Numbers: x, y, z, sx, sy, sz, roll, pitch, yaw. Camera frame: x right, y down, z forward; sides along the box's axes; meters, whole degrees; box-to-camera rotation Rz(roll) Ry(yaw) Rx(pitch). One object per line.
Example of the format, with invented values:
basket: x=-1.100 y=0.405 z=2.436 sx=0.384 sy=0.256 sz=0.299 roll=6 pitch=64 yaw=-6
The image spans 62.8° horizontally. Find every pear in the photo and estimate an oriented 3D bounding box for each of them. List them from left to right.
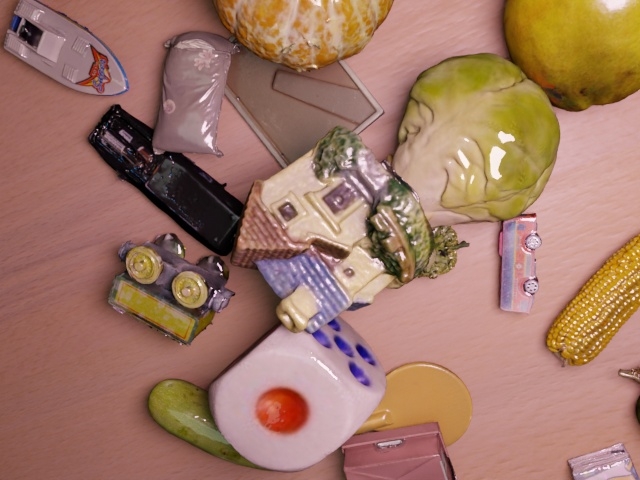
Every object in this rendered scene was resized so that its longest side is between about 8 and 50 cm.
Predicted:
pear: x=0.435 y=-0.371 z=0.844 sx=0.269 sy=0.269 sz=0.321 roll=-10 pitch=115 yaw=13

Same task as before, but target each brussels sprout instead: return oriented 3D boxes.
brussels sprout: x=0.264 y=-0.157 z=0.912 sx=0.274 sy=0.243 sz=0.316 roll=22 pitch=100 yaw=9

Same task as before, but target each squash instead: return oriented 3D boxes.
squash: x=-0.220 y=0.428 z=1.175 sx=0.371 sy=0.118 sz=0.118 roll=29 pitch=104 yaw=3

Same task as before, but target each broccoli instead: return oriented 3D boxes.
broccoli: x=0.205 y=0.016 z=1.016 sx=0.131 sy=0.120 sz=0.130 roll=44 pitch=111 yaw=-1

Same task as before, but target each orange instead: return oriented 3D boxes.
orange: x=-0.030 y=-0.464 z=0.904 sx=0.330 sy=0.249 sz=0.329 roll=-1 pitch=94 yaw=-9

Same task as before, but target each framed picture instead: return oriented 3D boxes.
framed picture: x=-0.059 y=-0.311 z=1.066 sx=0.240 sy=0.020 sz=0.324 roll=-39 pitch=91 yaw=15

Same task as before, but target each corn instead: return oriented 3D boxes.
corn: x=0.532 y=0.115 z=0.978 sx=0.101 sy=0.101 sz=0.310 roll=34 pitch=106 yaw=4

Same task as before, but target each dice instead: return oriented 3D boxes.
dice: x=-0.043 y=0.283 z=1.046 sx=0.259 sy=0.251 sz=0.243 roll=-44 pitch=87 yaw=15

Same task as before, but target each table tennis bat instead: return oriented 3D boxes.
table tennis bat: x=0.163 y=0.372 z=1.122 sx=0.321 sy=0.050 sz=0.198 roll=-19 pitch=97 yaw=11

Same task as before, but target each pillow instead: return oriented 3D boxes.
pillow: x=-0.257 y=-0.294 z=1.054 sx=0.169 sy=0.059 sz=0.254 roll=8 pitch=92 yaw=8

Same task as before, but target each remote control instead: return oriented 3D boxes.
remote control: x=-0.326 y=-0.133 z=1.128 sx=0.399 sy=0.062 sz=0.144 roll=39 pitch=104 yaw=3

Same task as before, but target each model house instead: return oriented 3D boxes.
model house: x=0.000 y=0.000 z=0.922 sx=0.266 sy=0.261 sz=0.321 roll=-36 pitch=86 yaw=-23

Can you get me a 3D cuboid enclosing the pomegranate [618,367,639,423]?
pomegranate: x=0.655 y=0.302 z=0.976 sx=0.149 sy=0.148 sz=0.169 roll=-23 pitch=68 yaw=14

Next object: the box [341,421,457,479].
box: x=0.174 y=0.502 z=1.097 sx=0.215 sy=0.086 sz=0.215 roll=-14 pitch=113 yaw=13

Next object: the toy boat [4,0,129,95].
toy boat: x=-0.528 y=-0.394 z=1.110 sx=0.295 sy=0.088 sz=0.129 roll=32 pitch=104 yaw=5

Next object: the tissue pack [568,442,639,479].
tissue pack: x=0.585 y=0.502 z=1.050 sx=0.116 sy=0.065 sz=0.155 roll=-24 pitch=93 yaw=15

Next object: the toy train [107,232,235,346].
toy train: x=-0.318 y=0.099 z=1.133 sx=0.261 sy=0.134 sz=0.177 roll=27 pitch=112 yaw=7

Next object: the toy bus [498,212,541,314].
toy bus: x=0.384 y=0.043 z=1.015 sx=0.077 sy=0.065 sz=0.192 roll=1 pitch=99 yaw=18
